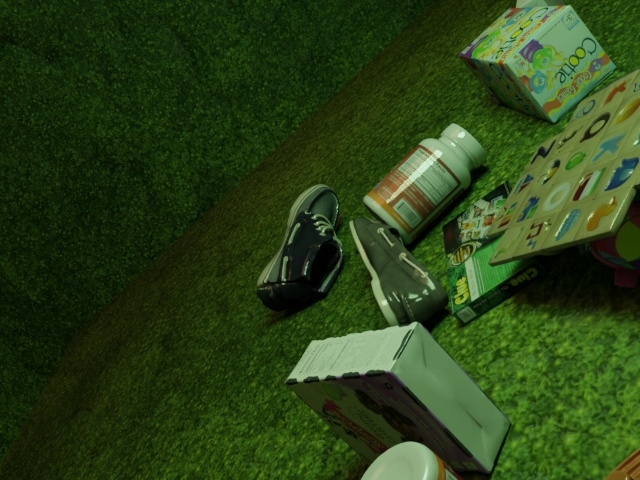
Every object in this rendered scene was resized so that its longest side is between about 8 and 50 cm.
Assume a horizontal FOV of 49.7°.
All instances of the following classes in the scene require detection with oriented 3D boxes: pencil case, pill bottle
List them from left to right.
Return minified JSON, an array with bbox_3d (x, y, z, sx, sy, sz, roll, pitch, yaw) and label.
[{"bbox_3d":[0.191,-0.104,1.248,0.216,0.121,0.121,-44,17,0],"label":"pill bottle"},{"bbox_3d":[0.107,0.247,0.581,0.086,0.152,0.086,-40,18,16],"label":"pill bottle"},{"bbox_3d":[0.365,-0.062,0.799,0.104,0.104,0.236,-27,24,45],"label":"pencil case"}]

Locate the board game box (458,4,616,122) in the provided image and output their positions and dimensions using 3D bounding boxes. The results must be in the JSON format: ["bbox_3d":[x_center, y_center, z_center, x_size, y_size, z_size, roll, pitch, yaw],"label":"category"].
[{"bbox_3d":[0.391,-0.335,1.286,0.144,0.142,0.275,-43,17,7],"label":"board game box"}]

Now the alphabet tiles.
[{"bbox_3d":[0.323,-0.099,0.812,0.285,0.011,0.342,-56,8,-18],"label":"alphabet tiles"}]

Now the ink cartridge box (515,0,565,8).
[{"bbox_3d":[0.494,-0.521,1.542,0.062,0.104,0.181,-31,21,36],"label":"ink cartridge box"}]

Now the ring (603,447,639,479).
[{"bbox_3d":[0.279,0.231,0.433,0.337,0.032,0.336,-39,19,16],"label":"ring"}]

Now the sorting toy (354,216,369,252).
[{"bbox_3d":[0.096,-0.017,1.393,0.102,0.042,0.061,-24,27,50],"label":"sorting toy"}]

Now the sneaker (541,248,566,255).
[{"bbox_3d":[0.300,-0.030,0.930,0.085,0.058,0.152,-11,33,52],"label":"sneaker"}]

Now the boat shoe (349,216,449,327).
[{"bbox_3d":[0.123,0.042,1.119,0.096,0.112,0.335,-25,25,4],"label":"boat shoe"}]

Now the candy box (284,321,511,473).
[{"bbox_3d":[0.080,0.180,0.772,0.196,0.165,0.070,-22,27,53],"label":"candy box"}]

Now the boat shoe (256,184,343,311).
[{"bbox_3d":[0.000,0.000,1.475,0.158,0.127,0.340,-17,40,44],"label":"boat shoe"}]

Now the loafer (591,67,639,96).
[{"bbox_3d":[0.476,-0.212,0.887,0.095,0.109,0.302,-46,14,-18],"label":"loafer"}]

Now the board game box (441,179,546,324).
[{"bbox_3d":[0.246,0.009,1.020,0.136,0.030,0.259,-35,20,22],"label":"board game box"}]
